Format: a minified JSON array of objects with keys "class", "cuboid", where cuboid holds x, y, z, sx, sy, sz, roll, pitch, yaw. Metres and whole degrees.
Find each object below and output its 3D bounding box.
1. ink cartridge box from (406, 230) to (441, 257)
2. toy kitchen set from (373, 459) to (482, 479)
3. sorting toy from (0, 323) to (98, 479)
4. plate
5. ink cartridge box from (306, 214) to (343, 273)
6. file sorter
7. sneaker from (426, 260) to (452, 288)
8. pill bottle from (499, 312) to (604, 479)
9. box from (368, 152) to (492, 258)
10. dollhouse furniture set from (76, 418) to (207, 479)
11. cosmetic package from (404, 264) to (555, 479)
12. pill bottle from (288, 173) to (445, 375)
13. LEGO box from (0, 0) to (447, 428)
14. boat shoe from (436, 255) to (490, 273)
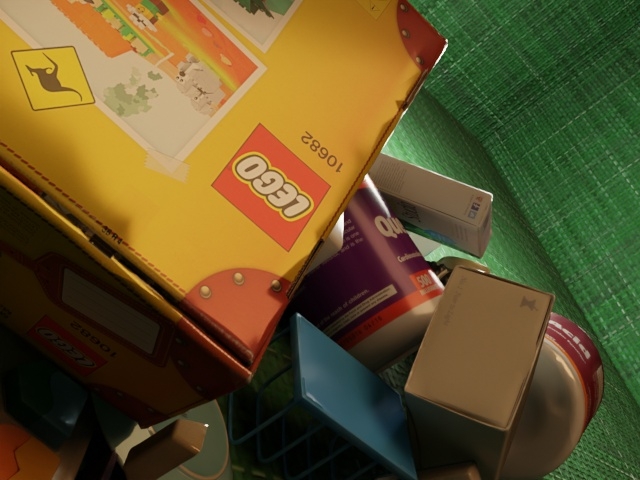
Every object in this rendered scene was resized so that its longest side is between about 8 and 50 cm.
[{"class":"ink cartridge box","cuboid":[0.170,-0.044,1.598,0.090,0.092,0.143,31,28,-43]},{"class":"toy kitchen set","cuboid":[0.159,0.347,0.945,0.166,0.122,0.207,-15,89,-69]},{"class":"sorting toy","cuboid":[-0.237,0.104,0.552,0.193,0.038,0.208,46,21,-18]},{"class":"plate","cuboid":[-0.125,0.150,0.700,0.188,0.024,0.188,53,16,-22]},{"class":"ink cartridge box","cuboid":[-0.112,-0.044,0.872,0.237,0.172,0.100,43,23,-23]},{"class":"file sorter","cuboid":[-0.001,0.184,0.835,0.170,0.104,0.118,41,24,-28]},{"class":"sneaker","cuboid":[0.127,0.082,1.211,0.110,0.122,0.283,-16,47,-24]},{"class":"pill bottle","cuboid":[0.329,0.227,1.301,0.224,0.224,0.392,57,21,13]},{"class":"box","cuboid":[0.100,-0.073,1.229,0.322,0.058,0.232,24,-6,16]},{"class":"dollhouse furniture set","cuboid":[-0.113,0.191,0.570,0.081,0.114,0.091,50,17,-18]},{"class":"cosmetic package","cuboid":[0.180,0.176,0.945,0.113,0.160,0.309,19,-26,19]},{"class":"pill bottle","cuboid":[0.019,0.012,1.049,0.323,0.181,0.181,58,21,13]},{"class":"LEGO box","cuboid":[-0.192,-0.169,0.602,0.500,0.193,0.372,42,52,-13]},{"class":"boat shoe","cuboid":[0.202,0.109,1.339,0.113,0.103,0.302,16,-13,7]}]
